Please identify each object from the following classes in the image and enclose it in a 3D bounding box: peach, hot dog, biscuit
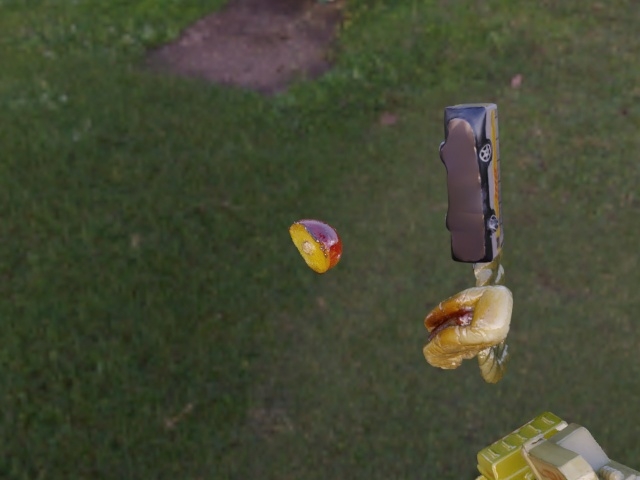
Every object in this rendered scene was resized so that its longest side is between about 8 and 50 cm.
[{"bbox_3d":[-0.001,0.000,2.037,0.061,0.098,0.098,-34,44,-26],"label":"peach"},{"bbox_3d":[0.194,0.121,1.815,0.073,0.242,0.084,10,73,-12],"label":"hot dog"},{"bbox_3d":[0.307,0.144,2.347,0.036,0.274,0.187,1,22,20],"label":"biscuit"}]

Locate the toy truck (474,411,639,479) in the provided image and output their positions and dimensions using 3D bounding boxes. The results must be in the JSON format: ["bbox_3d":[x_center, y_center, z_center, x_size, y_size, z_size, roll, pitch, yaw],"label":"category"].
[{"bbox_3d":[0.353,0.373,1.824,0.180,0.254,0.405,-27,9,-6],"label":"toy truck"}]

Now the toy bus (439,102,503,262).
[{"bbox_3d":[0.169,-0.064,1.421,0.057,0.172,0.072,1,15,25],"label":"toy bus"}]
